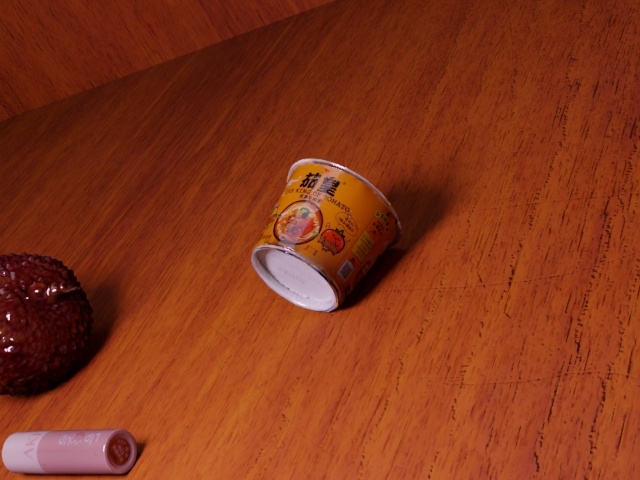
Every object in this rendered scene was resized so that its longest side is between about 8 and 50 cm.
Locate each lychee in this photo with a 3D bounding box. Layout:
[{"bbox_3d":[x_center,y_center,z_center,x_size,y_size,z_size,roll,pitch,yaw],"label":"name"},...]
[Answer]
[{"bbox_3d":[-0.547,0.148,2.134,0.300,0.264,0.264,-39,20,30],"label":"lychee"}]

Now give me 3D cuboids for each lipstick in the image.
[{"bbox_3d":[-0.403,0.337,1.862,0.254,0.070,0.070,-9,34,38],"label":"lipstick"}]

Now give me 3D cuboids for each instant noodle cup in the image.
[{"bbox_3d":[0.000,0.000,1.882,0.216,0.216,0.172,1,49,48],"label":"instant noodle cup"}]
